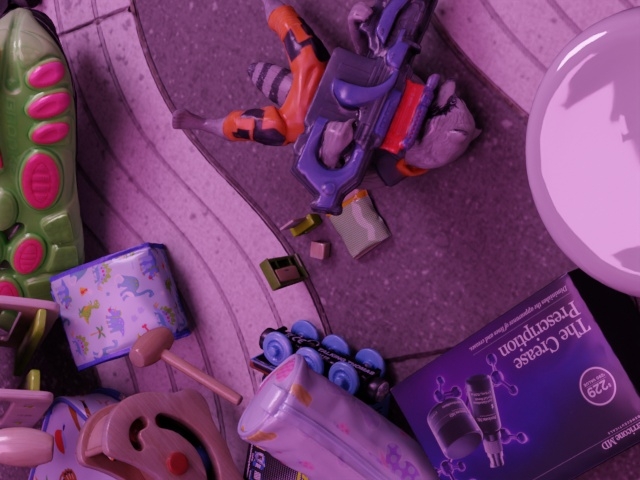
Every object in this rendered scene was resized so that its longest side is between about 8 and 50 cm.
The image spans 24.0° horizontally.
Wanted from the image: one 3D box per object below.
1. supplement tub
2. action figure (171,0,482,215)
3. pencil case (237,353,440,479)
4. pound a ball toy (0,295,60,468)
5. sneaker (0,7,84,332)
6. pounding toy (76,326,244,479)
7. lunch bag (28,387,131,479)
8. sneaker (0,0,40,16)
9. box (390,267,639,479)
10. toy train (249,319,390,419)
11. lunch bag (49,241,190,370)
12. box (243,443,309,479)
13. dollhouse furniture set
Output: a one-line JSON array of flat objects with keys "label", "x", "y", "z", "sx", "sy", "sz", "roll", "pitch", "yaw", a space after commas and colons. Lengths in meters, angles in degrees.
[{"label": "supplement tub", "x": 0.352, "y": -0.085, "z": 1.306, "sx": 0.241, "sy": 0.331, "sz": 0.241, "roll": 6, "pitch": 101, "yaw": 36}, {"label": "action figure", "x": 0.038, "y": -0.189, "z": 1.667, "sx": 0.330, "sy": 0.178, "sz": 0.341, "roll": 27, "pitch": 83, "yaw": 24}, {"label": "pencil case", "x": 0.041, "y": 0.241, "z": 1.646, "sx": 0.273, "sy": 0.124, "sz": 0.113, "roll": 38, "pitch": 101, "yaw": -10}, {"label": "pound a ball toy", "x": -0.414, "y": 0.194, "z": 1.906, "sx": 0.319, "sy": 0.135, "sz": 0.208, "roll": 139, "pitch": 135, "yaw": -68}, {"label": "sneaker", "x": -0.385, "y": -0.082, "z": 1.966, "sx": 0.185, "sy": 0.202, "sz": 0.483, "roll": 9, "pitch": 123, "yaw": -8}, {"label": "pounding toy", "x": -0.179, "y": 0.246, "z": 1.785, "sx": 0.155, "sy": 0.154, "sz": 0.270, "roll": -26, "pitch": 91, "yaw": 49}, {"label": "lunch bag", "x": -0.290, "y": 0.349, "z": 1.980, "sx": 0.243, "sy": 0.115, "sz": 0.303, "roll": 34, "pitch": 115, "yaw": 33}, {"label": "sneaker", "x": -0.412, "y": -0.369, "z": 1.993, "sx": 0.089, "sy": 0.051, "sz": 0.170, "roll": 14, "pitch": 109, "yaw": 29}, {"label": "box", "x": 0.229, "y": 0.166, "z": 1.582, "sx": 0.261, "sy": 0.103, "sz": 0.184, "roll": -38, "pitch": 77, "yaw": 34}, {"label": "toy train", "x": -0.001, "y": 0.166, "z": 1.763, "sx": 0.184, "sy": 0.080, "sz": 0.105, "roll": 21, "pitch": 115, "yaw": 32}, {"label": "lunch bag", "x": -0.256, "y": 0.084, "z": 1.902, "sx": 0.151, "sy": 0.096, "sz": 0.129, "roll": -19, "pitch": 85, "yaw": 6}, {"label": "box", "x": -0.011, "y": 0.307, "z": 1.811, "sx": 0.184, "sy": 0.045, "sz": 0.191, "roll": 23, "pitch": 111, "yaw": 34}, {"label": "dollhouse furniture set", "x": 0.000, "y": 0.000, "z": 1.746, "sx": 0.151, "sy": 0.058, "sz": 0.076, "roll": -35, "pitch": 77, "yaw": 35}]
